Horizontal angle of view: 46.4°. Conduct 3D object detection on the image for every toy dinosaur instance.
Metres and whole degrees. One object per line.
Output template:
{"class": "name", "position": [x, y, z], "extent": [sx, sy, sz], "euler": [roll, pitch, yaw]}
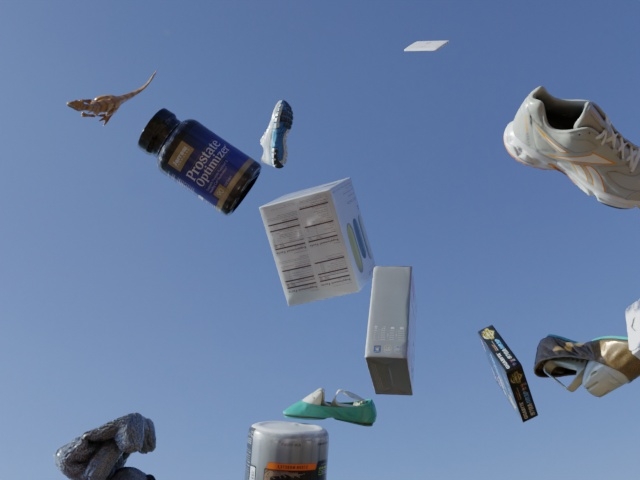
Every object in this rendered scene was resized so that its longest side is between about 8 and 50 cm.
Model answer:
{"class": "toy dinosaur", "position": [-0.454, -0.300, 1.629], "extent": [0.211, 0.064, 0.112], "euler": [-32, 11, -40]}

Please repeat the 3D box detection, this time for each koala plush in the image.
{"class": "koala plush", "position": [-0.418, 0.495, 1.527], "extent": [0.203, 0.221, 0.196], "euler": [-22, -14, -9]}

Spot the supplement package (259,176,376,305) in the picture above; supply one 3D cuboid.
{"class": "supplement package", "position": [0.000, 0.000, 1.908], "extent": [0.198, 0.263, 0.199], "euler": [-13, 9, 20]}

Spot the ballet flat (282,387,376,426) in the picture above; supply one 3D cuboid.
{"class": "ballet flat", "position": [0.026, 0.434, 1.969], "extent": [0.247, 0.087, 0.083], "euler": [5, -1, 3]}

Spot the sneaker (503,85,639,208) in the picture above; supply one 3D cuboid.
{"class": "sneaker", "position": [0.404, -0.138, 1.091], "extent": [0.262, 0.099, 0.121], "euler": [23, -31, 11]}

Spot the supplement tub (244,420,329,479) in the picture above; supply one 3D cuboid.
{"class": "supplement tub", "position": [-0.090, 0.632, 1.858], "extent": [0.207, 0.338, 0.207], "euler": [3, -6, 0]}

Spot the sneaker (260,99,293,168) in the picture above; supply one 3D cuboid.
{"class": "sneaker", "position": [-0.133, -0.301, 2.095], "extent": [0.083, 0.191, 0.071], "euler": [13, 3, 39]}

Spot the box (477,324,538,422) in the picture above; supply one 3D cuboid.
{"class": "box", "position": [0.512, 0.363, 2.037], "extent": [0.051, 0.175, 0.220], "euler": [-26, -55, 0]}

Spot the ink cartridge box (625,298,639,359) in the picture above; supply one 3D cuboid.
{"class": "ink cartridge box", "position": [0.662, 0.196, 1.364], "extent": [0.190, 0.140, 0.082], "euler": [36, -54, -8]}

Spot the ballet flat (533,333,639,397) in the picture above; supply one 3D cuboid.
{"class": "ballet flat", "position": [0.581, 0.275, 1.625], "extent": [0.116, 0.124, 0.342], "euler": [38, -17, -17]}

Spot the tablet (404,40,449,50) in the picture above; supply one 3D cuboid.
{"class": "tablet", "position": [0.223, -0.409, 1.567], "extent": [0.083, 0.054, 0.006], "euler": [12, -51, 40]}

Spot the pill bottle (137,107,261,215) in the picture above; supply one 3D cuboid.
{"class": "pill bottle", "position": [-0.233, -0.154, 1.428], "extent": [0.219, 0.123, 0.123], "euler": [34, -40, -1]}

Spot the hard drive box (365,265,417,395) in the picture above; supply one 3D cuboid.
{"class": "hard drive box", "position": [0.162, 0.201, 1.663], "extent": [0.089, 0.232, 0.181], "euler": [-1, -36, 12]}
